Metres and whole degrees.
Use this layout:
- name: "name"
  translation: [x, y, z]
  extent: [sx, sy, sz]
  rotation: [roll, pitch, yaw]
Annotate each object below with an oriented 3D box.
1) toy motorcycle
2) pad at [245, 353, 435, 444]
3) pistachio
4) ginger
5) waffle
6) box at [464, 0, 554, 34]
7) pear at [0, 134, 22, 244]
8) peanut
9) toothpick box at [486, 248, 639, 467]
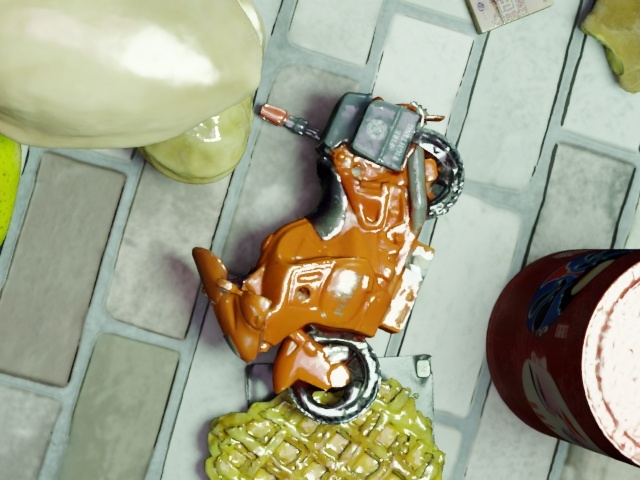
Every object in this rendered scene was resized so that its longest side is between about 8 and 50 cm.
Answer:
- name: "toy motorcycle"
  translation: [0.000, 0.000, 1.717]
  extent: [0.221, 0.148, 0.325]
  rotation: [24, 81, -8]
- name: "pad"
  translation: [0.021, 0.176, 1.784]
  extent: [0.193, 0.004, 0.116]
  rotation: [-3, 91, -9]
- name: "pistachio"
  translation: [-0.205, -0.189, 1.545]
  extent: [0.318, 0.193, 0.214]
  rotation: [7, 111, -7]
- name: "ginger"
  translation: [0.346, -0.295, 1.802]
  extent: [0.131, 0.086, 0.294]
  rotation: [10, 83, 14]
- name: "waffle"
  translation: [0.005, 0.257, 1.757]
  extent: [0.254, 0.052, 0.245]
  rotation: [-11, 94, -7]
- name: "box"
  translation: [0.190, -0.249, 1.804]
  extent: [0.083, 0.024, 0.053]
  rotation: [-24, 92, -10]
- name: "pear"
  translation: [-0.365, -0.075, 1.639]
  extent: [0.187, 0.187, 0.219]
  rotation: [-16, 103, -8]
- name: "peanut"
  translation: [-0.146, -0.208, 1.703]
  extent: [0.147, 0.147, 0.319]
  rotation: [-20, 87, -8]
- name: "toothpick box"
  translation: [0.292, 0.106, 1.661]
  extent: [0.204, 0.333, 0.204]
  rotation: [0, 88, -9]
